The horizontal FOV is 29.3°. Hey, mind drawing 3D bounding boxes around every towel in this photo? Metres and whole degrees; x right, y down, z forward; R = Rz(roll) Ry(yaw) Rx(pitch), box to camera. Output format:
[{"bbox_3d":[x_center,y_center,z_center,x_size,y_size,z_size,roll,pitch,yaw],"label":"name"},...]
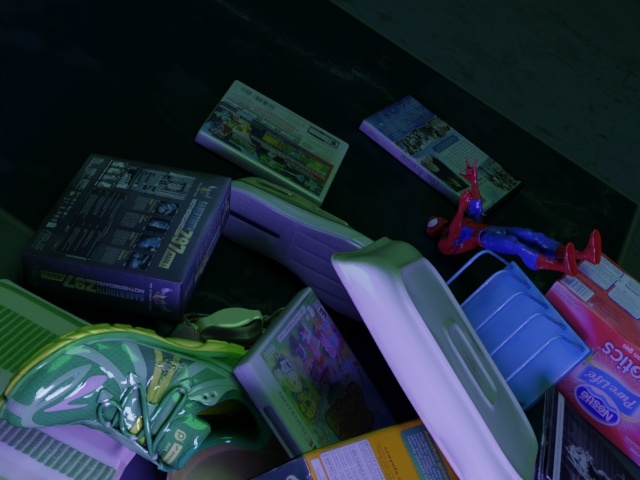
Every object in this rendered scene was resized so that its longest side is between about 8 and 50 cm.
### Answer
[{"bbox_3d":[-0.298,0.177,1.197,0.248,0.038,0.325,29,35,-3],"label":"towel"}]

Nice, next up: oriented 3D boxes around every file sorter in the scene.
[{"bbox_3d":[0.239,0.111,1.583,0.104,0.118,0.170,30,19,-53],"label":"file sorter"}]

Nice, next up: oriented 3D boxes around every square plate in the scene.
[{"bbox_3d":[0.149,0.144,1.362,0.347,0.049,0.344,59,13,4],"label":"square plate"}]

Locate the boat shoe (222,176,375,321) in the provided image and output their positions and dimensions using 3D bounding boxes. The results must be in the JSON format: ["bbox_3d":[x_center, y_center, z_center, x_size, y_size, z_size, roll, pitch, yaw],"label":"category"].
[{"bbox_3d":[0.000,0.000,1.590,0.302,0.109,0.094,32,32,6],"label":"boat shoe"}]

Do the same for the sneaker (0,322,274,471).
[{"bbox_3d":[-0.164,0.156,1.191,0.295,0.109,0.123,5,40,-35],"label":"sneaker"}]

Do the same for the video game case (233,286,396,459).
[{"bbox_3d":[0.001,0.169,1.314,0.193,0.023,0.212,58,25,-8],"label":"video game case"}]

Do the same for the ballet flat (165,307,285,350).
[{"bbox_3d":[-0.075,0.111,1.413,0.221,0.079,0.077,3,44,-36],"label":"ballet flat"}]

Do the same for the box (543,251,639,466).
[{"bbox_3d":[0.426,0.172,1.666,0.300,0.142,0.154,41,36,14],"label":"box"}]

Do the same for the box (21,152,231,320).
[{"bbox_3d":[-0.218,-0.010,1.425,0.183,0.059,0.233,10,35,5],"label":"box"}]

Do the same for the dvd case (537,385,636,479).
[{"bbox_3d":[0.335,0.302,1.474,0.221,0.018,0.164,48,30,-17],"label":"dvd case"}]

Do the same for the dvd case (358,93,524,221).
[{"bbox_3d":[0.200,-0.137,1.992,0.253,0.022,0.180,39,34,12],"label":"dvd case"}]

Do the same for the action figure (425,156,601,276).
[{"bbox_3d":[0.250,-0.037,1.710,0.091,0.139,0.280,-20,18,-40],"label":"action figure"}]

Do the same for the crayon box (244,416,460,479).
[{"bbox_3d":[0.068,0.290,1.190,0.323,0.083,0.203,0,64,-61],"label":"crayon box"}]

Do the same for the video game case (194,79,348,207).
[{"bbox_3d":[-0.067,-0.142,1.791,0.201,0.023,0.183,30,34,-4],"label":"video game case"}]

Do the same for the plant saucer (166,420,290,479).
[{"bbox_3d":[-0.050,0.285,1.249,0.241,0.037,0.241,21,35,-15],"label":"plant saucer"}]
